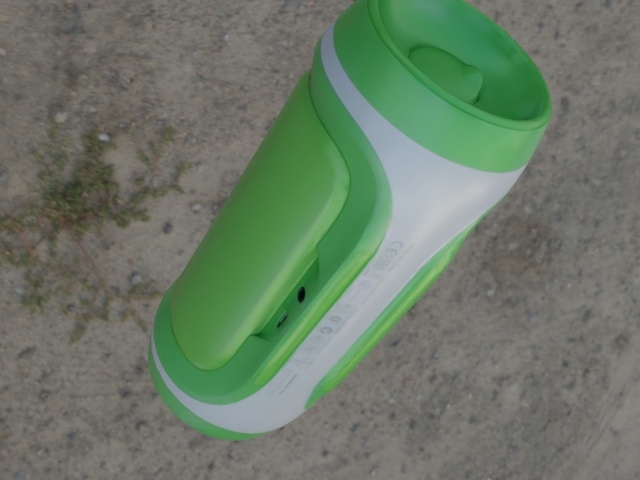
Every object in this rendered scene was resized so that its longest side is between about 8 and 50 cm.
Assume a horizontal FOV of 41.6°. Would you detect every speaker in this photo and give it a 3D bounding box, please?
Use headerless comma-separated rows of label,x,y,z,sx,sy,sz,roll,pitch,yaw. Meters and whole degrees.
speaker,0.000,0.000,0.496,0.131,0.131,0.296,2,141,-36
